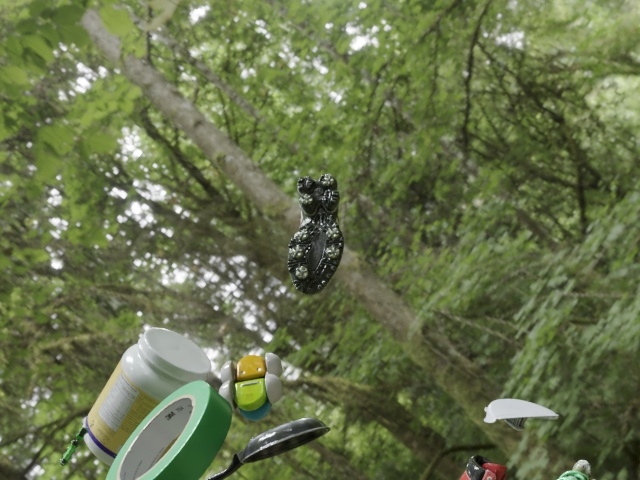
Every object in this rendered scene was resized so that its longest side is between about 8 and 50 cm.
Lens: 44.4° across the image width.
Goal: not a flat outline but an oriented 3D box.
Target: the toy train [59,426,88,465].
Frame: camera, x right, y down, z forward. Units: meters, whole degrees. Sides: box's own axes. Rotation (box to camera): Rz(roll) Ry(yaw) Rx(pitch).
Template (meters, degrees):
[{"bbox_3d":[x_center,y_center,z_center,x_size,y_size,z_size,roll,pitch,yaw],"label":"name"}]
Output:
[{"bbox_3d":[-0.476,0.397,1.514,0.083,0.017,0.024,-60,5,-20],"label":"toy train"}]

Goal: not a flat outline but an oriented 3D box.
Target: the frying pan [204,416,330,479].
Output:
[{"bbox_3d":[-0.117,0.447,1.670,0.326,0.053,0.197,-35,-24,35],"label":"frying pan"}]

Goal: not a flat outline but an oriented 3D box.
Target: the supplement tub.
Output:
[{"bbox_3d":[-0.461,0.427,2.106,0.331,0.241,0.241,-58,-17,10],"label":"supplement tub"}]

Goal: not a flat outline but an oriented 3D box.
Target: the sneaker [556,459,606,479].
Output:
[{"bbox_3d":[0.619,0.632,1.951,0.410,0.158,0.182,34,-123,-43],"label":"sneaker"}]

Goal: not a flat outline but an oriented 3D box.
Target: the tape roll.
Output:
[{"bbox_3d":[-0.333,0.455,1.715,0.321,0.077,0.321,-40,18,16],"label":"tape roll"}]

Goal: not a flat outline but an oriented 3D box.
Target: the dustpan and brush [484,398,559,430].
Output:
[{"bbox_3d":[0.409,0.381,1.724,0.211,0.147,0.060,-150,60,-76],"label":"dustpan and brush"}]

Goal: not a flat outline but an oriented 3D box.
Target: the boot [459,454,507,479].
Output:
[{"bbox_3d":[0.303,0.505,1.402,0.176,0.088,0.244,-63,25,18],"label":"boot"}]

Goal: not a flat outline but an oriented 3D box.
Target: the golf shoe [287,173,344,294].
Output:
[{"bbox_3d":[0.000,0.000,1.538,0.120,0.105,0.273,82,-168,-55],"label":"golf shoe"}]

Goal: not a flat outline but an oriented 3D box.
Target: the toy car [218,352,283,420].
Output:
[{"bbox_3d":[-0.171,0.384,2.013,0.182,0.159,0.136,-97,-5,-58],"label":"toy car"}]
